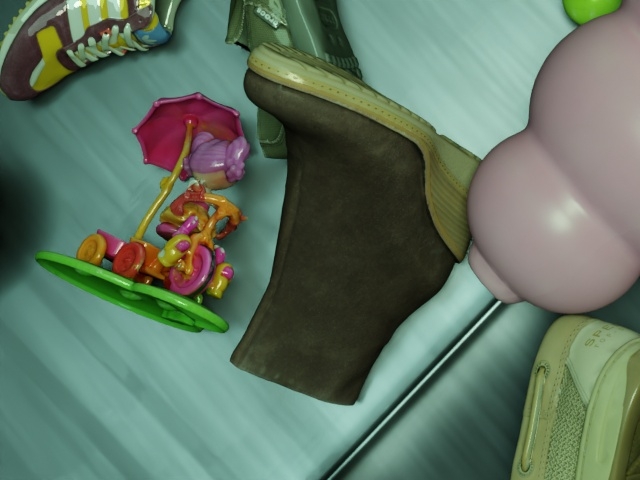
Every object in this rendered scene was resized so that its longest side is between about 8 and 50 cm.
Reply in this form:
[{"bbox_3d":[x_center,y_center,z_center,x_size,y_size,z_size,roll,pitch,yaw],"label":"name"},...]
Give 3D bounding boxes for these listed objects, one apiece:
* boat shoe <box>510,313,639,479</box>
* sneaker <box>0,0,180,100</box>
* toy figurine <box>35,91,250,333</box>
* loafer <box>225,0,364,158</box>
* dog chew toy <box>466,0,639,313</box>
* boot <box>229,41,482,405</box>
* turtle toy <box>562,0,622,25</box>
[{"bbox_3d":[0.167,0.221,1.010,0.110,0.121,0.341,21,100,46],"label":"boat shoe"},{"bbox_3d":[-0.159,-0.162,1.108,0.084,0.069,0.185,44,96,16],"label":"sneaker"},{"bbox_3d":[-0.099,-0.029,1.059,0.173,0.130,0.159,11,73,50],"label":"toy figurine"},{"bbox_3d":[-0.037,-0.170,1.072,0.087,0.094,0.251,-19,77,21],"label":"loafer"},{"bbox_3d":[0.232,-0.079,0.970,0.332,0.206,0.207,-42,80,13],"label":"dog chew toy"},{"bbox_3d":[0.000,0.000,0.990,0.090,0.248,0.207,37,97,44],"label":"boot"},{"bbox_3d":[0.194,-0.215,1.047,0.095,0.066,0.130,11,91,34],"label":"turtle toy"}]
